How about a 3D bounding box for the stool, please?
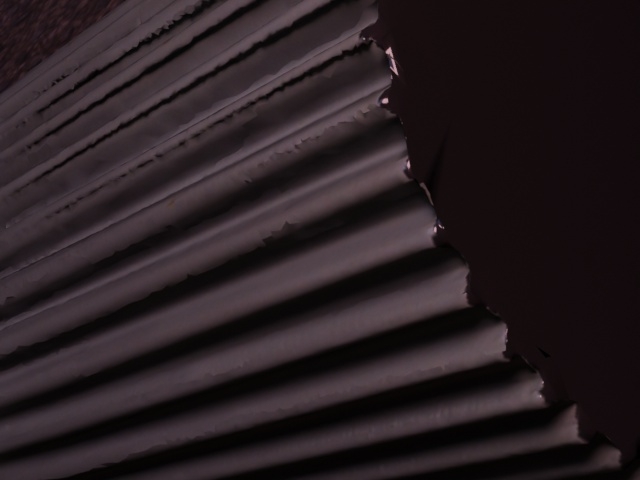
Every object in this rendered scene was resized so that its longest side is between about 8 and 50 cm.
[{"bbox_3d":[0.000,0.000,0.741,0.330,0.297,0.297,-23,41,39],"label":"stool"}]
